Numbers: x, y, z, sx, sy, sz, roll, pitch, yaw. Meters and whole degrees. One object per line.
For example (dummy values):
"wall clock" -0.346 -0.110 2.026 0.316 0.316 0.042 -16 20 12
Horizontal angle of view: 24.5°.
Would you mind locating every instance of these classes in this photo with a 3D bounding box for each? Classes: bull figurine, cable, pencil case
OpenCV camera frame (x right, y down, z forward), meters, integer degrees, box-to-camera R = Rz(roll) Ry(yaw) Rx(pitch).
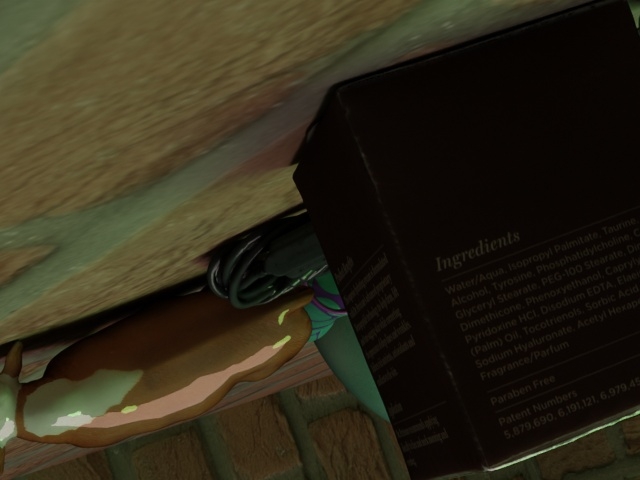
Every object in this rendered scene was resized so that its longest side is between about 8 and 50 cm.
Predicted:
"bull figurine" -0.148 0.106 1.210 0.310 0.101 0.188 -18 176 -2
"cable" 0.000 0.000 1.091 0.184 0.047 0.150 -29 174 33
"pencil case" -0.002 0.047 1.301 0.070 0.064 0.152 -2 168 -14

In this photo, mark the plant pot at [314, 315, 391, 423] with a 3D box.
"plant pot" 0.139 0.095 1.514 0.293 0.196 0.293 -21 172 -3

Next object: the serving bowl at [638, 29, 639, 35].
"serving bowl" 0.222 -0.119 0.875 0.083 0.027 0.083 -20 171 -3

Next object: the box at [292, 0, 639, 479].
"box" 0.104 0.009 0.797 0.167 0.203 0.168 -19 172 -11

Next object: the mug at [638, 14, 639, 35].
"mug" 0.198 -0.112 0.764 0.064 0.062 0.078 -15 173 31
